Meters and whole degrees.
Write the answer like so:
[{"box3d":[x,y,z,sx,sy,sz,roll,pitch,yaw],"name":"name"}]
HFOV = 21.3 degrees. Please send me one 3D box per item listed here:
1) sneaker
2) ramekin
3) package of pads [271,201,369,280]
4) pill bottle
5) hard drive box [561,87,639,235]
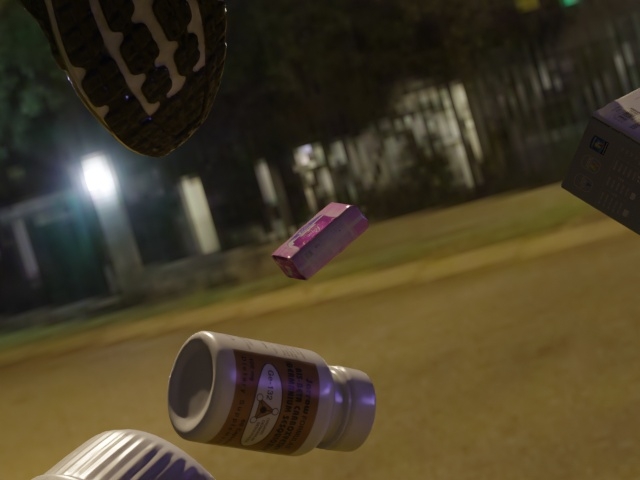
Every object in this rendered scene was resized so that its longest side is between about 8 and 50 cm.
[{"box3d":[-0.219,-0.248,1.354,0.158,0.410,0.182,-41,29,-21],"name":"sneaker"},{"box3d":[-0.163,0.264,1.514,0.207,0.207,0.109,-11,27,47],"name":"ramekin"},{"box3d":[0.000,0.000,1.547,0.083,0.032,0.050,-41,18,-17],"name":"package of pads"},{"box3d":[-0.055,0.189,2.035,0.229,0.131,0.131,13,-11,-31],"name":"pill bottle"},{"box3d":[0.381,-0.053,1.650,0.232,0.089,0.181,34,35,23],"name":"hard drive box"}]
